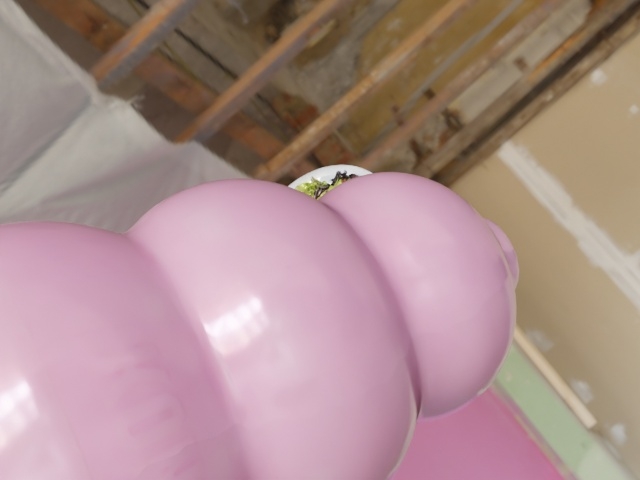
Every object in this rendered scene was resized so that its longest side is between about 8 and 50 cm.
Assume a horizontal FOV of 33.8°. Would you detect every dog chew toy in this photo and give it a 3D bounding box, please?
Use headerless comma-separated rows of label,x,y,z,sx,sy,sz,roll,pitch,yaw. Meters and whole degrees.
dog chew toy,-0.048,0.065,0.500,0.332,0.206,0.206,-21,-26,-21

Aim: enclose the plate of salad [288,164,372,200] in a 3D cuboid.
plate of salad,0.000,0.000,1.227,0.200,0.200,0.048,-42,-36,11
